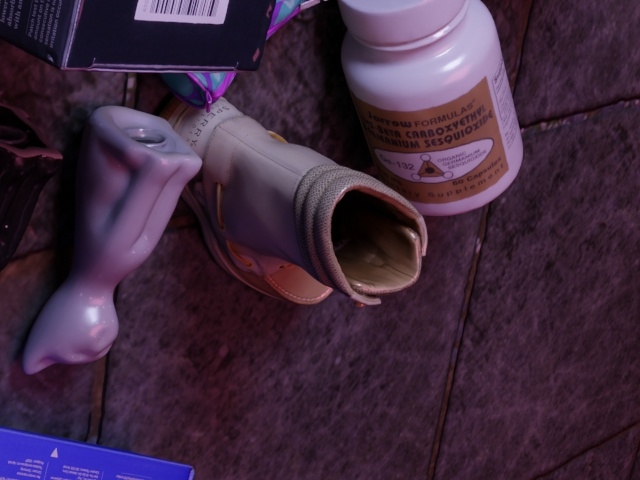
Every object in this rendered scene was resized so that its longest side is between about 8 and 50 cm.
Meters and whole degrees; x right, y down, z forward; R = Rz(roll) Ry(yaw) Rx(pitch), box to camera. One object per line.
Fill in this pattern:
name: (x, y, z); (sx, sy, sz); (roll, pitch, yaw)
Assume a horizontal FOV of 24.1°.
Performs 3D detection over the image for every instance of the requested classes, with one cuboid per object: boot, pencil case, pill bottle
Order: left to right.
pencil case: (-0.057, -0.164, 1.107); (0.151, 0.070, 0.064); (-46, 166, -19)
boot: (0.000, 0.000, 1.167); (0.095, 0.203, 0.262); (-50, 141, -15)
pill bottle: (0.088, -0.139, 1.250); (0.131, 0.131, 0.229); (-46, 141, -21)

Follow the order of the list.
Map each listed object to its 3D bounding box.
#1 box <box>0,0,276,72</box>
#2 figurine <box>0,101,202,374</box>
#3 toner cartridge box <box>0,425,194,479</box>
box: (-0.145, -0.179, 0.870); (0.153, 0.207, 0.108); (-6, 117, -48)
figurine: (-0.199, 0.013, 1.045); (0.215, 0.092, 0.209); (-2, 122, -51)
toner cartridge box: (-0.235, 0.217, 1.086); (0.348, 0.075, 0.165); (26, 75, -56)
